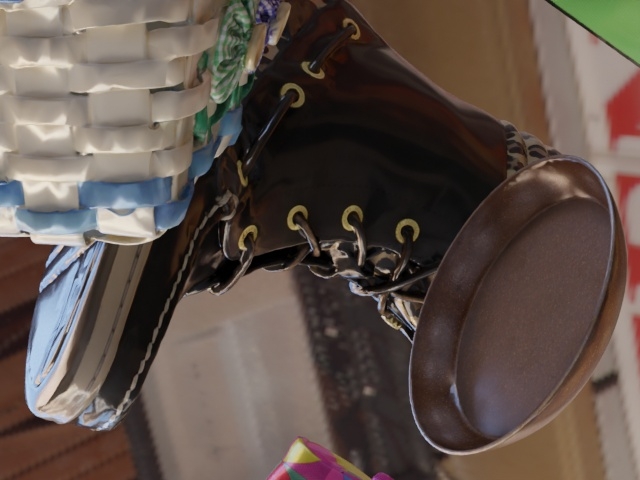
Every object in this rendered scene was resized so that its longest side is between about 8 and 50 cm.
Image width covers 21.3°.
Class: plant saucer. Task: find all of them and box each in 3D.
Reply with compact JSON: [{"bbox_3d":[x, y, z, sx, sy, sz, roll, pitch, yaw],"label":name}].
[{"bbox_3d":[0.106,0.037,0.887,0.029,0.168,0.168,27,-100,-23],"label":"plant saucer"}]

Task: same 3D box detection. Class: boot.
[{"bbox_3d":[0.000,0.000,1.042,0.284,0.138,0.377,32,-132,-16],"label":"boot"}]

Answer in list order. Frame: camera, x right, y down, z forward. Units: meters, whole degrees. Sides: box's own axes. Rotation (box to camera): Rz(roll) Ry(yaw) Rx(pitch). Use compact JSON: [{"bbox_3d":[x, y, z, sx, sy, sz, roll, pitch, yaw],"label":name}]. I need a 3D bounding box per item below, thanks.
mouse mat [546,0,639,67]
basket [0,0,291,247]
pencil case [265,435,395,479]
[{"bbox_3d":[0.224,-0.120,0.930,0.152,0.190,0.007,25,-104,-46],"label":"mouse mat"},{"bbox_3d":[-0.119,-0.158,0.791,0.255,0.201,0.289,-69,-28,-70],"label":"basket"},{"bbox_3d":[-0.033,0.244,1.120,0.104,0.104,0.236,40,-97,-34],"label":"pencil case"}]
